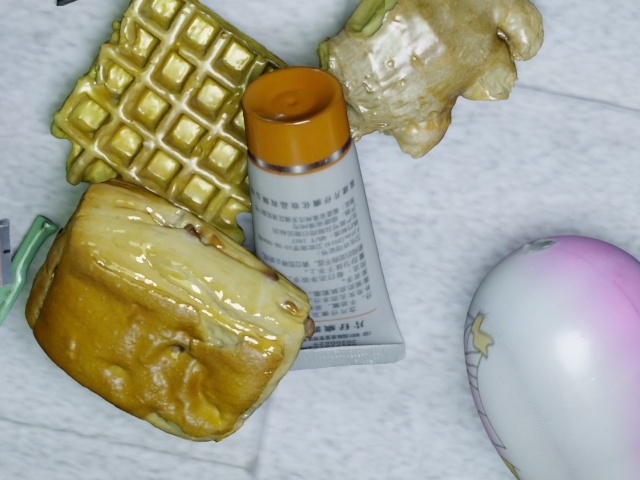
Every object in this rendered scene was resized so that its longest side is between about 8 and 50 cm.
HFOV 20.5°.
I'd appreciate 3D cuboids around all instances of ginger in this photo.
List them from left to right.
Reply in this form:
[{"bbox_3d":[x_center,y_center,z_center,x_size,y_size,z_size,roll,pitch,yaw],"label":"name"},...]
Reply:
[{"bbox_3d":[0.080,-0.157,1.533,0.216,0.102,0.157,-44,121,8],"label":"ginger"}]

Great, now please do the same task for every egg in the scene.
[{"bbox_3d":[0.227,0.127,1.544,0.196,0.196,0.271,-7,116,4],"label":"egg"}]

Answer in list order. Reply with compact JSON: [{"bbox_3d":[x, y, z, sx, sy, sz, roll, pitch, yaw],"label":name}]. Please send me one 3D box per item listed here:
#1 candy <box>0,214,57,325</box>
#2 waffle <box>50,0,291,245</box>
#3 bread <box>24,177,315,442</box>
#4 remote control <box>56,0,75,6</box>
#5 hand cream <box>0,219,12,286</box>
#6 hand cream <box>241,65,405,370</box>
[{"bbox_3d":[-0.363,0.168,1.637,0.119,0.119,0.439,29,95,-4],"label":"candy"},{"bbox_3d":[-0.120,-0.088,1.579,0.229,0.057,0.219,36,102,-6],"label":"waffle"},{"bbox_3d":[-0.142,0.072,1.555,0.235,0.099,0.210,33,135,-3],"label":"bread"},{"bbox_3d":[-0.236,-0.254,1.569,0.034,0.016,0.091,-19,100,11],"label":"remote control"},{"bbox_3d":[-0.384,0.028,1.623,0.210,0.043,0.067,-9,64,6],"label":"hand cream"},{"bbox_3d":[0.000,0.000,1.545,0.140,0.089,0.314,-3,127,3],"label":"hand cream"}]
